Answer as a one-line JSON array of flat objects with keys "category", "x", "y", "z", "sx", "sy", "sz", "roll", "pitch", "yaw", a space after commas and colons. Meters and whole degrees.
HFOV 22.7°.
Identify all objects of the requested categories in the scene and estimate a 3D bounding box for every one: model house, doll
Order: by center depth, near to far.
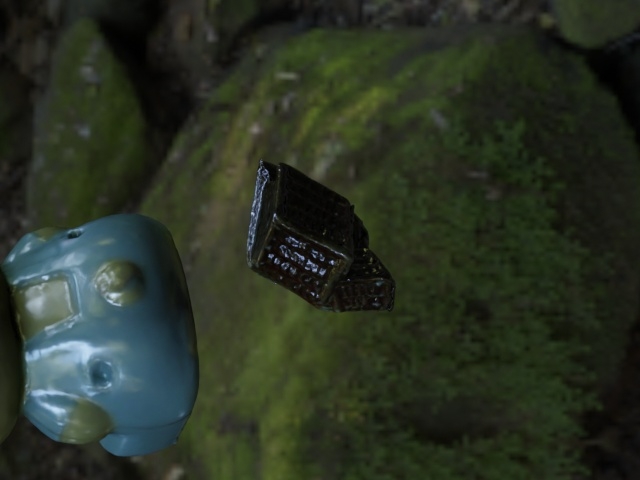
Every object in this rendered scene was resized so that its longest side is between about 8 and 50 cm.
[{"category": "doll", "x": -0.222, "y": 0.071, "z": 1.098, "sx": 0.161, "sy": 0.261, "sz": 0.177, "roll": 119, "pitch": 142, "yaw": -60}, {"category": "model house", "x": 0.006, "y": 0.003, "z": 1.438, "sx": 0.106, "sy": 0.165, "sz": 0.152, "roll": -65, "pitch": 9, "yaw": -6}]
